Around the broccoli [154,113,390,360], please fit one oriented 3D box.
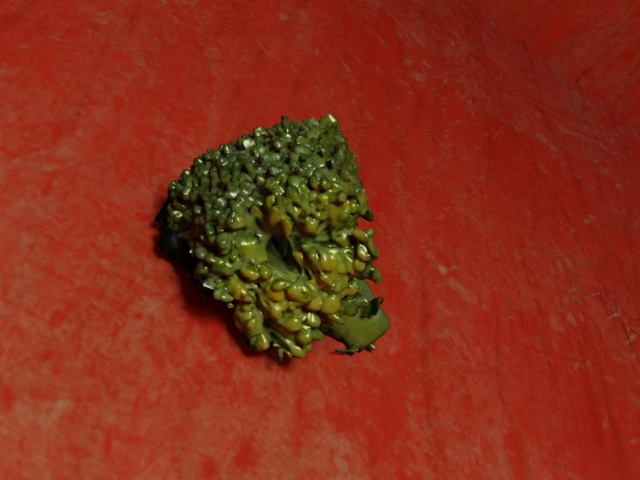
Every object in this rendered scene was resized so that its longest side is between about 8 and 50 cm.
[{"bbox_3d":[-0.001,-0.014,0.897,0.273,0.180,0.242,31,31,-17],"label":"broccoli"}]
